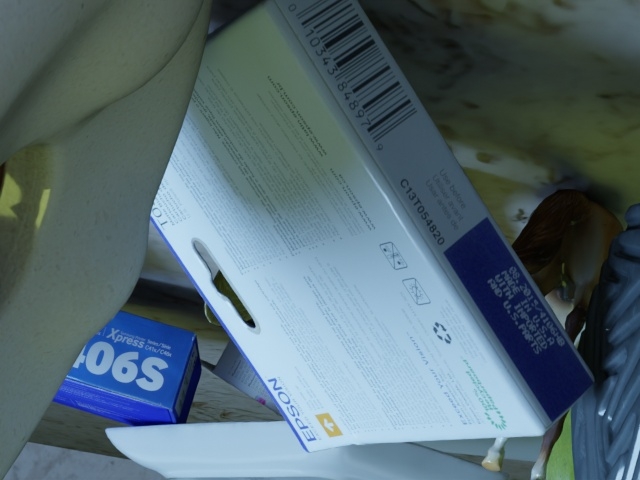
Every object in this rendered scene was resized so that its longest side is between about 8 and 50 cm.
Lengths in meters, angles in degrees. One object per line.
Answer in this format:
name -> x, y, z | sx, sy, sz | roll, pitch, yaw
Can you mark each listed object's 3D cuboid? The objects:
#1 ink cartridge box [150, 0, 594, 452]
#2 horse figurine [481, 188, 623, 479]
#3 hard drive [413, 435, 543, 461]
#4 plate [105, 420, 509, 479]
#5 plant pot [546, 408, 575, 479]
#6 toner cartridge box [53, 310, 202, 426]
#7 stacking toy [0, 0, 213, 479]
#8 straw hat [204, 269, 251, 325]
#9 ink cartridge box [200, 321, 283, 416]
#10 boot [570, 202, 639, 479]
ink cartridge box -> 0.000, 0.000, 0.686 | 0.223, 0.045, 0.224 | 57, 151, -8
horse figurine -> 0.138, 0.045, 0.851 | 0.066, 0.174, 0.263 | 14, 153, 15
hard drive -> 0.200, 0.210, 1.585 | 0.353, 0.047, 0.233 | 1, 163, 26
plate -> -0.013, 0.214, 1.301 | 0.277, 0.045, 0.278 | -7, 158, 38
plant pot -> 0.325, 0.171, 0.872 | 0.367, 0.366, 0.353 | 15, 176, -19
toner cartridge box -> -0.284, 0.085, 1.276 | 0.348, 0.075, 0.165 | 17, 162, 2
stacking toy -> -0.308, -0.078, 0.507 | 0.480, 0.350, 0.350 | 28, 165, 4
straw hat -> -0.030, -0.019, 0.833 | 0.061, 0.144, 0.144 | 48, 176, 19
ink cartridge box -> -0.027, 0.134, 1.352 | 0.181, 0.061, 0.104 | 27, 177, 36
boot -> 0.357, 0.040, 0.534 | 0.445, 0.146, 0.367 | 9, 146, -7
